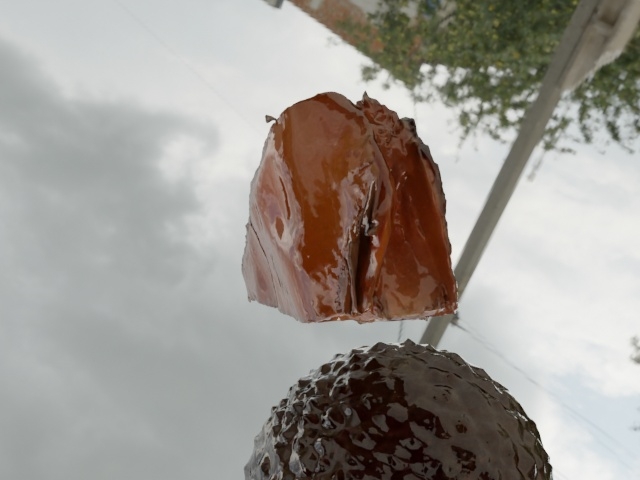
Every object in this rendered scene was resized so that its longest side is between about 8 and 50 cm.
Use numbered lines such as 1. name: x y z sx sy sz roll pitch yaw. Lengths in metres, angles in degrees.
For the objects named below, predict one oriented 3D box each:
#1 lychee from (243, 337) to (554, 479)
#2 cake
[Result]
1. lychee: 0.059 0.208 0.597 0.261 0.260 0.260 16 -150 -10
2. cake: 0.006 -0.002 0.495 0.098 0.287 0.135 -15 -97 -14
